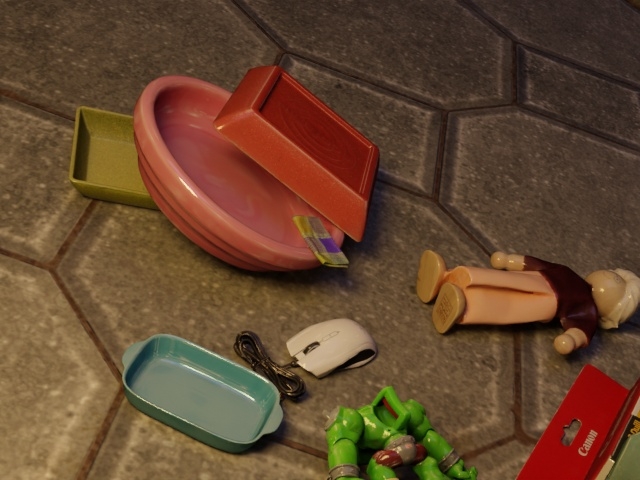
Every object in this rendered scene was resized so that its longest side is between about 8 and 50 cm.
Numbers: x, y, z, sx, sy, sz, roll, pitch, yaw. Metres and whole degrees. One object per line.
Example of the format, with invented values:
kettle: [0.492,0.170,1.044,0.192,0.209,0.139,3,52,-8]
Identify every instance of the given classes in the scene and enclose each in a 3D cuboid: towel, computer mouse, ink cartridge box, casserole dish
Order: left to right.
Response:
casserole dish: [-0.134,0.172,1.107,0.188,0.037,0.114,24,35,4]
computer mouse: [-0.004,0.130,1.228,0.193,0.042,0.106,-16,48,-41]
towel: [0.000,0.000,1.284,0.060,0.009,0.083,8,43,-52]
ink cartridge box: [0.422,0.255,1.217,0.272,0.130,0.309,32,36,15]

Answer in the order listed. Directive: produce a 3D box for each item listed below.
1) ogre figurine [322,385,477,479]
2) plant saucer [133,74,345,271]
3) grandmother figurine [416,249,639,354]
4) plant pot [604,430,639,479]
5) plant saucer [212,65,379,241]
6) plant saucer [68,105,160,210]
ogre figurine: [0.079,0.230,1.096,0.197,0.097,0.118,-11,57,-23]
plant saucer: [-0.117,-0.078,1.341,0.332,0.084,0.332,34,27,-20]
grandmother figurine: [0.317,0.080,1.425,0.342,0.104,0.208,0,49,-24]
plant pot: [0.444,0.241,0.914,0.334,0.341,0.341,26,34,20]
plant saucer: [-0.014,-0.143,1.439,0.258,0.048,0.259,38,27,-11]
plant saucer: [-0.255,-0.105,1.403,0.188,0.045,0.188,10,37,-17]
